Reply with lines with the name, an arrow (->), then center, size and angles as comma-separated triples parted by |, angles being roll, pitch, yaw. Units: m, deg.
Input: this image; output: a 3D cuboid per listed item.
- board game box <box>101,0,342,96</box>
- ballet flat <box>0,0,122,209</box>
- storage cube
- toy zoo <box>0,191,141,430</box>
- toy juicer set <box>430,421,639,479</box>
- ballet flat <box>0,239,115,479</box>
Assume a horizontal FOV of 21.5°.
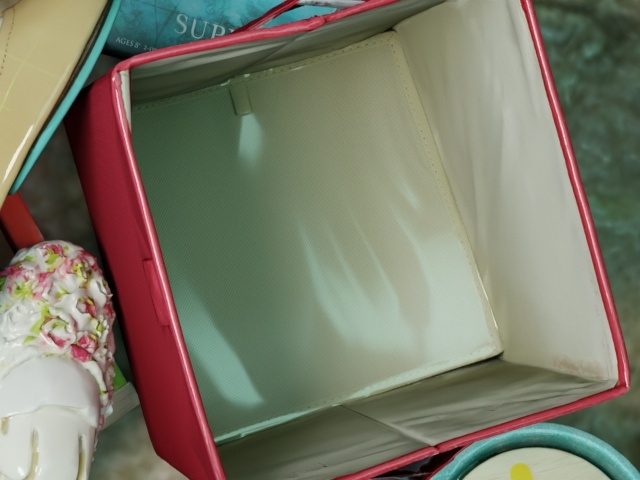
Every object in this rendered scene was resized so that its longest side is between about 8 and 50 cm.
board game box -> -0.015, -0.134, 0.878 | 0.186, 0.026, 0.126 | 14, 88, -20
ballet flat -> -0.161, -0.027, 0.724 | 0.073, 0.080, 0.232 | 25, 92, -18
storage cube -> 0.000, 0.000, 0.768 | 0.184, 0.193, 0.215 | -16, 95, -14
toy zoo -> -0.227, 0.015, 0.762 | 0.192, 0.030, 0.293 | -35, 120, -16
toy juicer set -> 0.141, 0.141, 0.875 | 0.209, 0.089, 0.329 | -33, 84, -15
ballet flat -> -0.144, 0.121, 0.780 | 0.091, 0.077, 0.241 | 16, 98, -36
